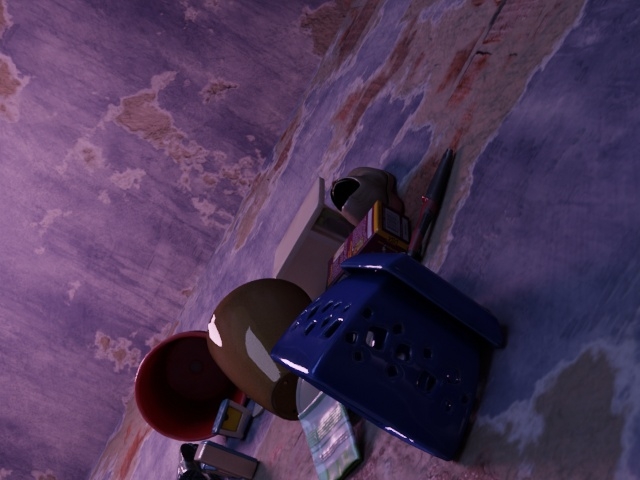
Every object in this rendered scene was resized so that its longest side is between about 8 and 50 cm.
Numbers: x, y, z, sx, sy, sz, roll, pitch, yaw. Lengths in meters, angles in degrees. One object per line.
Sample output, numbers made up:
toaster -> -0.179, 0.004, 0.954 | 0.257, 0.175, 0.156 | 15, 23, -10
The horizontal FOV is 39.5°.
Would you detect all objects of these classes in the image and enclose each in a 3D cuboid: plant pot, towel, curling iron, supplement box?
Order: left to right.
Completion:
plant pot -> -0.317, 0.343, 2.254 | 0.275, 0.275, 0.243 | -61, 5, 2
plant pot -> -0.078, 0.231, 1.747 | 0.237, 0.237, 0.254 | -59, 29, 10
towel -> 0.013, 0.328, 1.492 | 0.113, 0.023, 0.152 | -53, 40, 32
supplement box -> 0.093, 0.029, 1.762 | 0.188, 0.081, 0.104 | -52, 18, 31
plant pot -> 0.098, 0.146, 1.256 | 0.212, 0.236, 0.236 | -58, 13, -9
curling iron -> 0.196, -0.061, 1.671 | 0.068, 0.035, 0.274 | -29, 35, 63

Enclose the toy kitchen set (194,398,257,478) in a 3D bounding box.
toy kitchen set -> -0.209, 0.422, 1.953 | 0.207, 0.122, 0.166 | -29, 39, 63

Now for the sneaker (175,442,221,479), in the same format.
sneaker -> -0.282, 0.580, 2.028 | 0.283, 0.110, 0.122 | -108, 31, -74

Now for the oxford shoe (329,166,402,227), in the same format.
oxford shoe -> 0.084, -0.112, 1.950 | 0.123, 0.130, 0.348 | -59, 15, 10

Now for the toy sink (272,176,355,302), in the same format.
toy sink -> 0.000, 0.000, 2.033 | 0.234, 0.131, 0.153 | -60, 14, 25

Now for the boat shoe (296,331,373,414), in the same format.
boat shoe -> 0.058, 0.195, 1.550 | 0.096, 0.116, 0.324 | -13, -46, -51

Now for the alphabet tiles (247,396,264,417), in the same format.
alphabet tiles -> -0.091, 0.264, 2.068 | 0.284, 0.021, 0.278 | -46, 21, 47
